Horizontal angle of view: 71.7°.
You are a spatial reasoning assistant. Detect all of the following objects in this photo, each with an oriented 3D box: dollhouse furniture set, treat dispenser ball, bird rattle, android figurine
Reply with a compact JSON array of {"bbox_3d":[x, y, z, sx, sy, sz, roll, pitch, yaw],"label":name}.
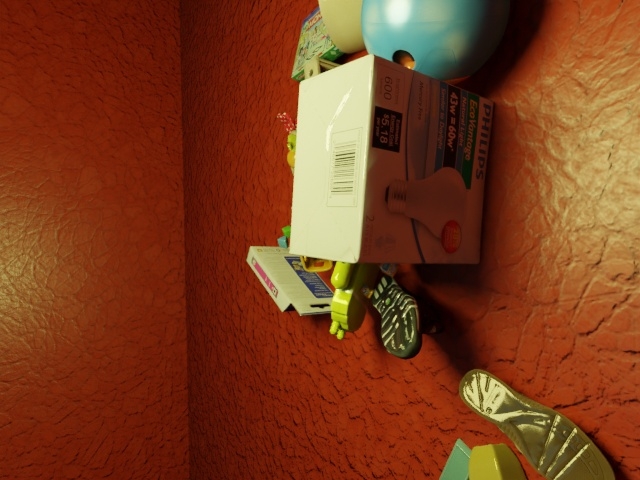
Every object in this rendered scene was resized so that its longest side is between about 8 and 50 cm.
[{"bbox_3d":[-0.009,-0.447,1.358,0.183,0.129,0.129,-16,75,52],"label":"dollhouse furniture set"},{"bbox_3d":[0.225,-0.452,0.887,0.288,0.287,0.289,-4,85,55],"label":"treat dispenser ball"},{"bbox_3d":[-0.082,-0.306,1.467,0.253,0.142,0.207,51,145,47],"label":"bird rattle"},{"bbox_3d":[0.087,0.112,1.105,0.056,0.248,0.273,14,74,23],"label":"android figurine"}]

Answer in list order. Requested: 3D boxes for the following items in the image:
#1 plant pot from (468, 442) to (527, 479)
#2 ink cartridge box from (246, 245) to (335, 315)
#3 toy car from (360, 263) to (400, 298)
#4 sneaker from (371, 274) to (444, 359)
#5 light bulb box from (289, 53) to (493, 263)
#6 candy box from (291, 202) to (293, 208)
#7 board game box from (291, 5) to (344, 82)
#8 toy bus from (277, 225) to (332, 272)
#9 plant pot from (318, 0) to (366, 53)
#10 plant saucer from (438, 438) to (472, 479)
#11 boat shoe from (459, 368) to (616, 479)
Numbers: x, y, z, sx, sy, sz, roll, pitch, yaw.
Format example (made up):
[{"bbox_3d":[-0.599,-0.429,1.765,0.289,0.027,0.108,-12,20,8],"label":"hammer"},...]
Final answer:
[{"bbox_3d":[0.340,0.443,0.864,0.081,0.081,0.084,-39,47,47],"label":"plant pot"},{"bbox_3d":[-0.081,0.134,1.391,0.371,0.175,0.069,43,123,47],"label":"ink cartridge box"},{"bbox_3d":[0.131,0.089,1.018,0.122,0.040,0.060,-56,13,17],"label":"toy car"},{"bbox_3d":[0.214,0.179,0.964,0.107,0.162,0.281,-56,13,18],"label":"sneaker"},{"bbox_3d":[0.150,-0.134,0.917,0.225,0.360,0.359,8,95,53],"label":"light bulb box"},{"bbox_3d":[0.046,-0.079,1.236,0.233,0.159,0.071,36,118,49],"label":"candy box"},{"bbox_3d":[0.021,-0.634,1.343,0.317,0.046,0.214,-4,74,59],"label":"board game box"},{"bbox_3d":[-0.006,0.008,1.348,0.190,0.202,0.105,28,142,45],"label":"toy bus"},{"bbox_3d":[0.142,-0.615,1.068,0.190,0.284,0.285,6,93,30],"label":"plant pot"},{"bbox_3d":[0.292,0.536,0.978,0.067,0.018,0.192,38,120,49],"label":"plant saucer"},{"bbox_3d":[0.389,0.341,0.806,0.105,0.089,0.285,-53,44,3],"label":"boat shoe"}]
